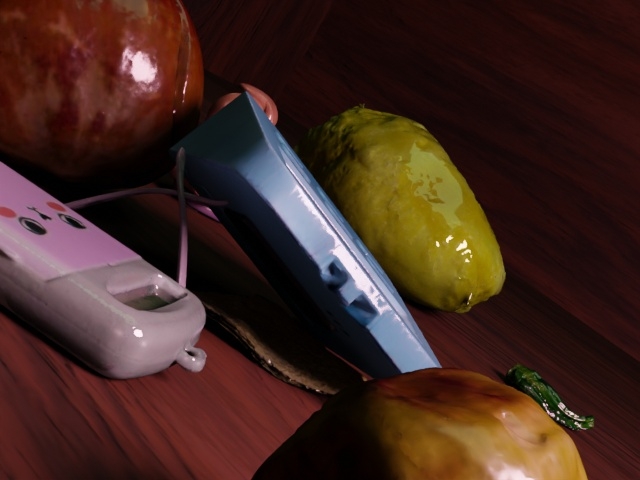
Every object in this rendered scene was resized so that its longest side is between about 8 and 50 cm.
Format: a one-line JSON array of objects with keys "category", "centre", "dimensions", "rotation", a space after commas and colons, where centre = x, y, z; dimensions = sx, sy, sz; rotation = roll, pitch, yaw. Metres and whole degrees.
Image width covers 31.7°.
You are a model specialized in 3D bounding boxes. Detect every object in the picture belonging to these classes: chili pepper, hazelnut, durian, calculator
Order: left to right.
[{"category": "calculator", "centre": [-0.173, 0.010, 0.700], "dimensions": [0.246, 0.045, 0.141], "rotation": [34, 9, 8]}, {"category": "hazelnut", "centre": [-0.219, -0.142, 0.988], "dimensions": [0.234, 0.218, 0.218], "rotation": [9, 16, -20]}, {"category": "durian", "centre": [0.118, -0.039, 1.523], "dimensions": [0.256, 0.204, 0.339], "rotation": [41, 4, -30]}, {"category": "chili pepper", "centre": [0.268, 0.184, 1.328], "dimensions": [0.118, 0.035, 0.055], "rotation": [31, 24, 23]}]

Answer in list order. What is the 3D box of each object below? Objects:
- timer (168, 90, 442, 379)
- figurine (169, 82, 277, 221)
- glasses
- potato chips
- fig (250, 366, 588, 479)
[{"category": "timer", "centre": [0.000, 0.000, 0.881], "dimensions": [0.232, 0.091, 0.250], "rotation": [53, -7, -20]}, {"category": "figurine", "centre": [-0.111, -0.096, 1.243], "dimensions": [0.114, 0.157, 0.126], "rotation": [9, 17, -8]}, {"category": "glasses", "centre": [-0.125, -0.016, 0.816], "dimensions": [0.140, 0.104, 0.062], "rotation": [40, 9, 25]}, {"category": "potato chips", "centre": [-0.029, 0.081, 0.890], "dimensions": [0.209, 0.026, 0.142], "rotation": [26, 13, -26]}, {"category": "fig", "centre": [0.050, 0.134, 0.472], "dimensions": [0.165, 0.144, 0.154], "rotation": [52, 41, -6]}]
